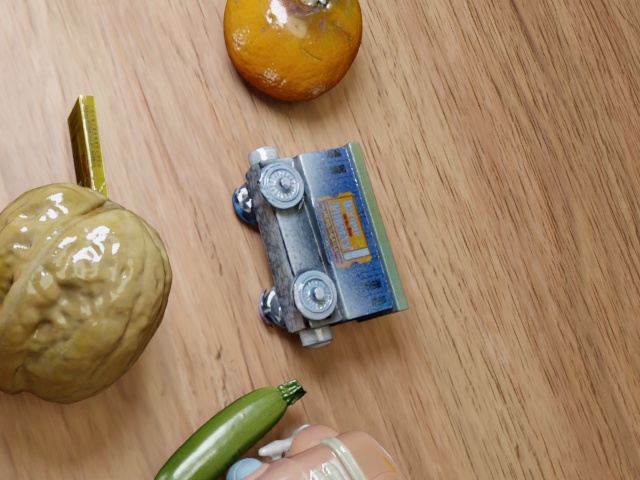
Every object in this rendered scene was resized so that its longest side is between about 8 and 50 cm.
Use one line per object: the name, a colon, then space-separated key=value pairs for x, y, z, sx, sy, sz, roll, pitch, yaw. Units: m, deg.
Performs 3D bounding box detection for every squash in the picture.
squash: x=-0.126 y=0.263 z=1.063 sx=0.252 sy=0.066 sz=0.066 roll=-37 pitch=95 yaw=-32

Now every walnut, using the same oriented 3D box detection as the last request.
walnut: x=-0.299 y=0.066 z=0.939 sx=0.224 sy=0.257 sz=0.257 roll=30 pitch=61 yaw=9

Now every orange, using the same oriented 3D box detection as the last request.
orange: x=-0.037 y=-0.323 z=1.215 sx=0.224 sy=0.170 sz=0.224 roll=8 pitch=72 yaw=-24

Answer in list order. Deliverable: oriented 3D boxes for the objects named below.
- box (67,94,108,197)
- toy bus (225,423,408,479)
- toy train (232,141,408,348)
box: x=-0.307 y=-0.104 z=1.057 sx=0.022 sy=0.089 sz=0.156 roll=-6 pitch=77 yaw=-27
toy bus: x=-0.010 y=0.365 z=1.032 sx=0.287 sy=0.194 sz=0.232 roll=-21 pitch=79 yaw=-31
toy train: x=0.000 y=0.000 z=1.168 sx=0.201 sy=0.131 sz=0.300 roll=-11 pitch=82 yaw=-32
